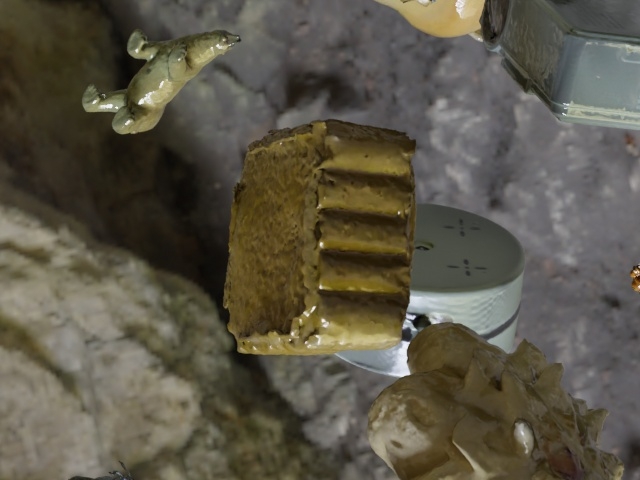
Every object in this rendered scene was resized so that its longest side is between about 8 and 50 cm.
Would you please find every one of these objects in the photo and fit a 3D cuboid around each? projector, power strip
[{"bbox_3d":[0.274,-0.187,1.355,0.256,0.192,0.099,-112,30,-61],"label":"projector"},{"bbox_3d":[0.152,0.080,2.221,0.357,0.357,0.161,-130,40,-57],"label":"power strip"}]

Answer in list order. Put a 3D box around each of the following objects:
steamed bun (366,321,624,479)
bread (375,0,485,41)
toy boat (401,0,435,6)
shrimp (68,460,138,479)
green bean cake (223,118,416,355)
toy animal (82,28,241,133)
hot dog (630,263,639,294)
[{"bbox_3d":[0.171,0.188,1.167,0.137,0.295,0.292,-37,58,31],"label":"steamed bun"},{"bbox_3d":[0.189,-0.462,1.733,0.348,0.376,0.253,48,148,22],"label":"bread"},{"bbox_3d":[0.093,-0.254,1.207,0.049,0.047,0.149,-34,31,46],"label":"toy boat"},{"bbox_3d":[-0.251,0.340,1.857,0.082,0.174,0.076,117,176,-73],"label":"shrimp"},{"bbox_3d":[0.000,0.000,1.369,0.224,0.131,0.229,171,105,-66],"label":"green bean cake"},{"bbox_3d":[-0.210,-0.218,1.874,0.218,0.101,0.103,-47,54,23],"label":"toy animal"},{"bbox_3d":[0.559,0.022,2.169,0.188,0.055,0.072,-41,54,22],"label":"hot dog"}]
